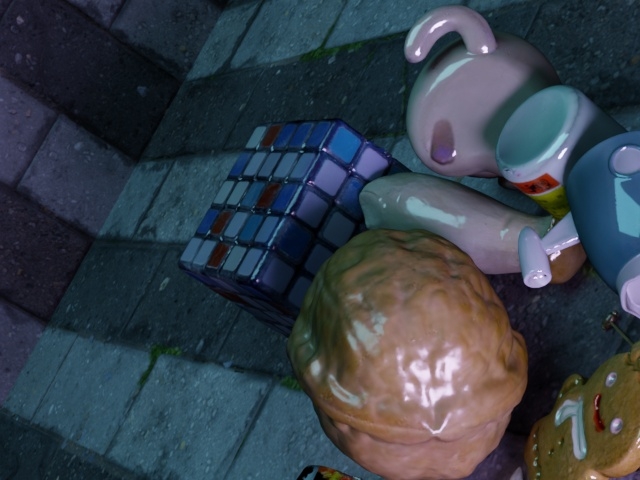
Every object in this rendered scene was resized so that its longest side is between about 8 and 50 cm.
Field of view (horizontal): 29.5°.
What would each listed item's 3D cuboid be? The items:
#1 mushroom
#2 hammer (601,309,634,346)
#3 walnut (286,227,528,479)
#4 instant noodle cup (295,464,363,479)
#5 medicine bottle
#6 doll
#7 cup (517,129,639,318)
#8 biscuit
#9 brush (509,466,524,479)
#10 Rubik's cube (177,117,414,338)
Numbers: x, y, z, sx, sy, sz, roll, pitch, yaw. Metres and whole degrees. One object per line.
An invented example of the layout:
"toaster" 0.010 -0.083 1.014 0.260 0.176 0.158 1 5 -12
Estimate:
"mushroom" 0.205 -0.018 1.684 0.350 0.128 0.128 12 68 36
"hammer" 0.372 0.123 1.460 0.029 0.014 0.123 -58 28 16
"walnut" 0.112 0.151 1.540 0.306 0.306 0.344 -47 22 17
"instant noodle cup" 0.017 0.408 1.501 0.251 0.251 0.190 -8 44 56
"medicine bottle" 0.337 -0.080 1.507 0.139 0.225 0.139 -40 31 30
"doll" 0.241 -0.178 1.704 0.215 0.370 0.226 -11 81 14
"cup" 0.368 -0.007 1.353 0.300 0.167 0.173 -18 46 14
"biscuit" 0.307 0.217 1.375 0.249 0.035 0.184 -49 25 43
"brush" 0.199 0.401 1.418 0.042 0.039 0.299 -13 46 49
"Rubik's cube" 0.000 0.000 1.909 0.293 0.292 0.287 9 67 59
